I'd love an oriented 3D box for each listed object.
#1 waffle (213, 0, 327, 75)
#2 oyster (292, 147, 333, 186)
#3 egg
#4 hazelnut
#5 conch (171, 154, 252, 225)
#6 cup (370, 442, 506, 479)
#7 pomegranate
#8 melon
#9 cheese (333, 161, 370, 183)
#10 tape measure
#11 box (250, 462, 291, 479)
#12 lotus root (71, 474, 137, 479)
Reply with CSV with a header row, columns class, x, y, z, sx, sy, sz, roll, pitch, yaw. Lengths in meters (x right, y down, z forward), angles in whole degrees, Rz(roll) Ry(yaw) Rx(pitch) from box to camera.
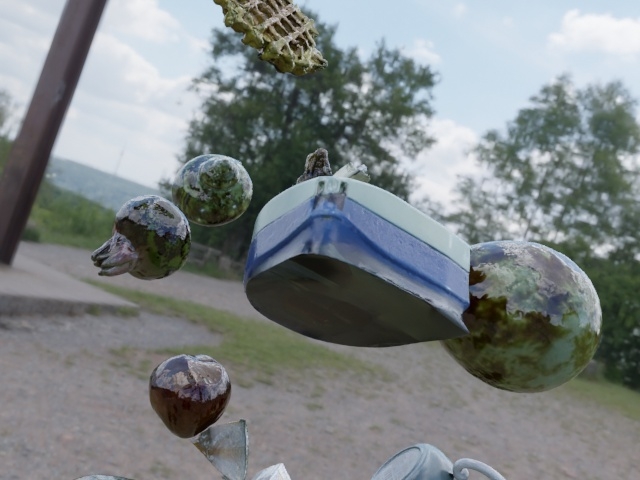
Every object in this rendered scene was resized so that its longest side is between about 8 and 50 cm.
class,x,y,z,sx,sy,sz,roll,pitch,yaw
waffle,-0.094,-0.367,1.272,0.245,0.052,0.254,15,47,-49
oyster,-0.003,0.001,1.483,0.129,0.345,0.078,-5,-14,24
egg,0.300,0.113,1.300,0.289,0.238,0.238,26,2,22
hazelnut,-0.281,0.331,1.734,0.178,0.178,0.204,19,6,-15
conch,-0.210,-0.112,1.603,0.181,0.187,0.124,-17,-48,37
cup,0.306,0.656,2.041,0.274,0.357,0.259,49,30,-4
pomegranate,-0.281,-0.002,1.255,0.163,0.138,0.125,-7,53,-33
melon,-0.205,0.449,1.781,0.093,0.139,0.202,35,-4,-38
cheese,0.033,-0.137,2.217,0.050,0.235,0.127,47,20,-21
tape measure,0.036,0.035,1.078,0.259,0.138,0.262,31,-32,-28
box,-0.090,0.606,1.773,0.081,0.199,0.135,-24,0,17
lotus root,-0.246,0.442,1.062,0.346,0.250,0.250,34,-9,-31
